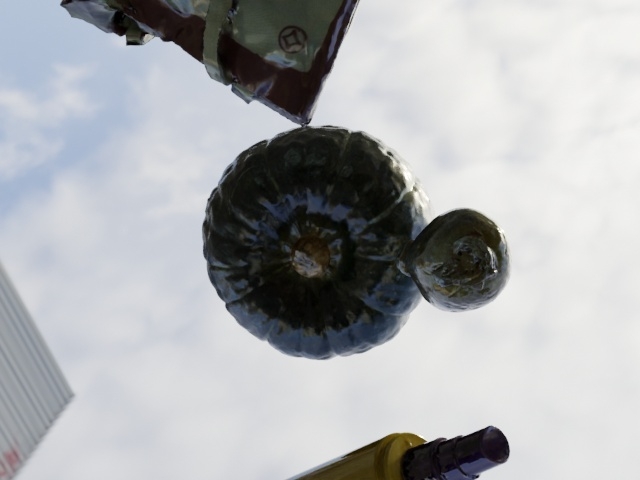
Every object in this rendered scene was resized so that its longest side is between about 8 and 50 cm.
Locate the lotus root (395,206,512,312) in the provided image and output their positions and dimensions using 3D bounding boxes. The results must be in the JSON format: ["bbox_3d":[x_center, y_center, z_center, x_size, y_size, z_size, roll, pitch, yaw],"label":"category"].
[{"bbox_3d":[0.114,0.019,1.038,0.088,0.088,0.165,-30,-177,-15],"label":"lotus root"}]

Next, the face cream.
[{"bbox_3d":[0.040,0.205,0.978,0.273,0.078,0.078,-32,-160,40],"label":"face cream"}]

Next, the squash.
[{"bbox_3d":[0.000,0.000,1.289,0.252,0.252,0.165,-16,-163,7],"label":"squash"}]

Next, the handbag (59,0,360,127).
[{"bbox_3d":[-0.042,-0.218,0.821,0.213,0.127,0.235,26,-93,19],"label":"handbag"}]
